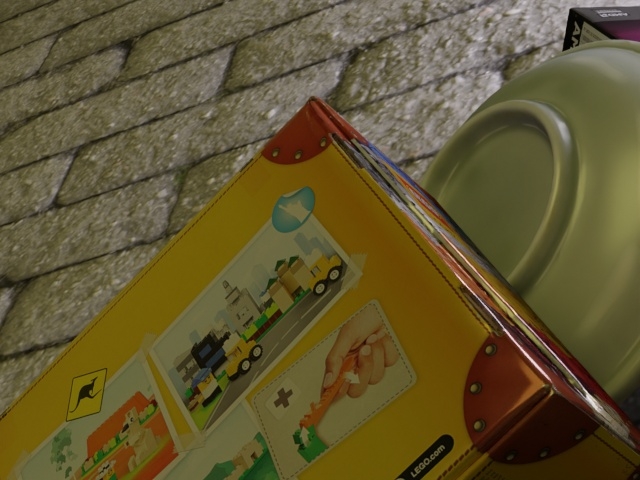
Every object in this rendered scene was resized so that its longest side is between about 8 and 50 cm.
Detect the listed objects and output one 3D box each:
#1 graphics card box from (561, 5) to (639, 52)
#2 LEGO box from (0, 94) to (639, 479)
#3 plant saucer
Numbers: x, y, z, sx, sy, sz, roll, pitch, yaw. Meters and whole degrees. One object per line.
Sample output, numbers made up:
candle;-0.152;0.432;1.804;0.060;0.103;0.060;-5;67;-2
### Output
graphics card box;0.411;-0.127;1.139;0.233;0.094;0.371;-5;28;-16
LEGO box;-0.053;0.195;0.935;0.500;0.193;0.372;-45;43;9
plant saucer;0.177;-0.014;1.100;0.400;0.100;0.400;-40;38;40
